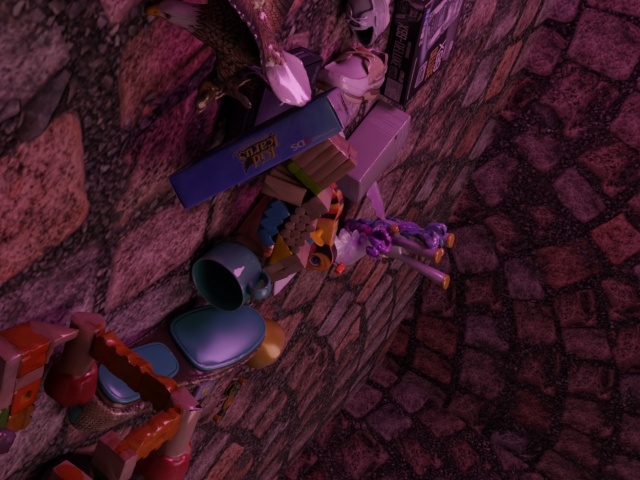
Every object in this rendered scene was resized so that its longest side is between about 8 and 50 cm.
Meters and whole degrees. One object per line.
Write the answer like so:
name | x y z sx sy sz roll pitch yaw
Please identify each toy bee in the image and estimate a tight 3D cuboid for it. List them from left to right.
toy bee | 0.000 0.000 1.863 0.195 0.162 0.298 -58 172 -51

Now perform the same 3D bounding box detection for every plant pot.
plant pot | -0.172 0.246 1.986 0.134 0.134 0.095 -54 135 -11

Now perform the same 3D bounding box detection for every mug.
mug | -0.173 0.075 1.594 0.097 0.157 0.129 -45 174 -45

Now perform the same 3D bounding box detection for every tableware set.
tableware set | -0.265 0.464 2.252 0.154 0.024 0.104 -58 163 1

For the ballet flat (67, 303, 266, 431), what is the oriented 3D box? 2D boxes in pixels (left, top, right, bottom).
ballet flat | -0.316 0.255 1.581 0.182 0.164 0.482 -43 168 34

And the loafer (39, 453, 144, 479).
loafer | -0.468 0.524 1.607 0.130 0.133 0.366 -58 163 0

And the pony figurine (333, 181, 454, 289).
pony figurine | 0.175 -0.014 2.140 0.303 0.363 0.351 -65 156 -17

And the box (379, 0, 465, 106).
box | 0.256 -0.513 1.884 0.242 0.076 0.307 -47 160 -31

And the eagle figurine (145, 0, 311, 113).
eagle figurine | -0.120 -0.311 1.025 0.225 0.226 0.298 -22 151 -29

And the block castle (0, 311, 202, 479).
block castle | -0.416 0.313 1.098 0.453 0.303 0.213 -29 148 -55

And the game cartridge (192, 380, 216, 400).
game cartridge | -0.302 0.385 2.026 0.056 0.017 0.083 -66 162 15

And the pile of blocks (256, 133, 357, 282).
pile of blocks | -0.047 -0.087 1.560 0.113 0.148 0.362 -78 -168 -58

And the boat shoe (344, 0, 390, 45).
boat shoe | 0.089 -0.449 1.530 0.081 0.079 0.227 -61 166 -4

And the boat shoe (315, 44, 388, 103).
boat shoe | 0.067 -0.352 1.611 0.103 0.113 0.302 -65 172 19

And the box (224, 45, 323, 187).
box | -0.094 -0.230 1.442 0.183 0.059 0.233 -35 152 -50

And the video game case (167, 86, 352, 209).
video game case | -0.086 -0.156 1.236 0.269 0.061 0.244 -25 -168 11

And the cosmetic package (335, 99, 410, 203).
cosmetic package | 0.123 -0.226 1.981 0.238 0.107 0.127 -55 166 -19

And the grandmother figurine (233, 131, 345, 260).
grandmother figurine | -0.059 -0.121 1.678 0.342 0.104 0.208 -58 159 -7

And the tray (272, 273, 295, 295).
tray | -0.048 0.015 2.052 0.270 0.030 0.145 -47 161 -30
